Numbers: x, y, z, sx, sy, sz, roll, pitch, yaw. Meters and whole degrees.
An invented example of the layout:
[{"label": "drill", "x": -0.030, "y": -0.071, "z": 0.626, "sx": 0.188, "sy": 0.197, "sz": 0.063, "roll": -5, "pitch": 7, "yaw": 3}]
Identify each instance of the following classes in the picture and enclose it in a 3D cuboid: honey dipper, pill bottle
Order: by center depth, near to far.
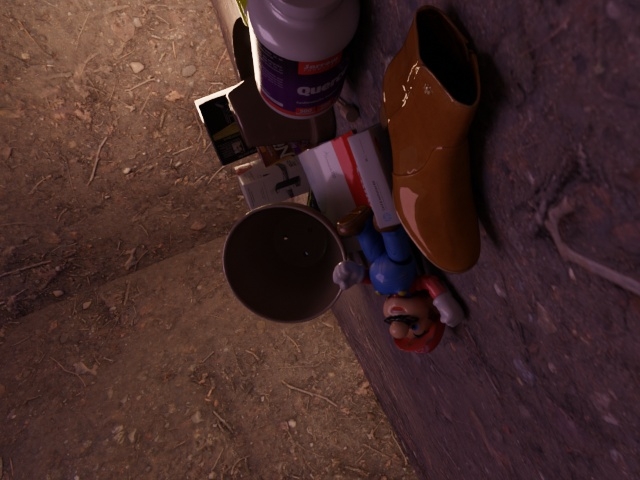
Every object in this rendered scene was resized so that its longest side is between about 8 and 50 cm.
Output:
[{"label": "pill bottle", "x": -0.032, "y": -0.355, "z": 0.822, "sx": 0.323, "sy": 0.181, "sz": 0.181, "roll": 114, "pitch": 133, "yaw": -80}, {"label": "honey dipper", "x": 0.042, "y": -0.302, "z": 1.040, "sx": 0.161, "sy": 0.030, "sz": 0.030, "roll": -119, "pitch": 10, "yaw": -52}]

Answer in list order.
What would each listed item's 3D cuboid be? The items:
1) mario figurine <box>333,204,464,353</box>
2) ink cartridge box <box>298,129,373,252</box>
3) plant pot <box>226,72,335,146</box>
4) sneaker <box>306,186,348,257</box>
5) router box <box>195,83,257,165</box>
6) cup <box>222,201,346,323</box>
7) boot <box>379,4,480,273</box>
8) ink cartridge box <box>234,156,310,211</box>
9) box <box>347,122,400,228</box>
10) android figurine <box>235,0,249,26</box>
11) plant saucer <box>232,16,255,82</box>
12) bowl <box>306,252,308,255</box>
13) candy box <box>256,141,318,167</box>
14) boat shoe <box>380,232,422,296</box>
[{"label": "mario figurine", "x": 0.142, "y": 0.095, "z": 0.894, "sx": 0.320, "sy": 0.170, "sz": 0.198, "roll": 63, "pitch": 170, "yaw": -19}, {"label": "ink cartridge box", "x": 0.059, "y": -0.113, "z": 1.249, "sx": 0.385, "sy": 0.091, "sz": 0.308, "roll": -148, "pitch": 36, "yaw": -79}, {"label": "plant pot", "x": -0.114, "y": -0.351, "z": 1.239, "sx": 0.263, "sy": 0.229, "sz": 0.263, "roll": 156, "pitch": 90, "yaw": -83}, {"label": "sneaker", "x": 0.035, "y": -0.033, "z": 1.526, "sx": 0.145, "sy": 0.147, "sz": 0.385, "roll": -157, "pitch": 63, "yaw": -83}, {"label": "router box", "x": -0.272, "y": -0.450, "z": 1.746, "sx": 0.081, "sy": 0.309, "sz": 0.243, "roll": 51, "pitch": 162, "yaw": 54}, {"label": "cup", "x": -0.078, "y": 0.033, "z": 1.323, "sx": 0.237, "sy": 0.331, "sz": 0.331, "roll": -63, "pitch": -46, "yaw": -71}, {"label": "boot", "x": 0.149, "y": -0.108, "z": 0.579, "sx": 0.211, "sy": 0.104, "sz": 0.295, "roll": 107, "pitch": 144, "yaw": -79}, {"label": "ink cartridge box", "x": -0.160, "y": -0.234, "z": 1.744, "sx": 0.197, "sy": 0.273, "sz": 0.114, "roll": -124, "pitch": 17, "yaw": -56}, {"label": "box", "x": 0.107, "y": -0.115, "z": 0.760, "sx": 0.145, "sy": 0.038, "sz": 0.186, "roll": 69, "pitch": -157, "yaw": -12}, {"label": "android figurine", "x": -0.124, "y": -0.569, "z": 0.994, "sx": 0.248, "sy": 0.056, "sz": 0.273, "roll": -44, "pitch": 64, "yaw": 53}, {"label": "plant saucer", "x": -0.165, "y": -0.511, "z": 1.402, "sx": 0.310, "sy": 0.050, "sz": 0.311, "roll": -10, "pitch": -90, "yaw": -70}, {"label": "bowl", "x": 0.000, "y": 0.000, "z": 1.727, "sx": 0.289, "sy": 0.156, "sz": 0.289, "roll": 157, "pitch": 90, "yaw": -83}, {"label": "candy box", "x": -0.111, "y": -0.313, "z": 1.476, "sx": 0.053, "sy": 0.186, "sz": 0.109, "roll": -130, "pitch": 19, "yaw": -68}, {"label": "boat shoe", "x": 0.171, "y": 0.035, "z": 1.010, "sx": 0.076, "sy": 0.083, "sz": 0.226, "roll": -79, "pitch": -20, "yaw": -60}]
